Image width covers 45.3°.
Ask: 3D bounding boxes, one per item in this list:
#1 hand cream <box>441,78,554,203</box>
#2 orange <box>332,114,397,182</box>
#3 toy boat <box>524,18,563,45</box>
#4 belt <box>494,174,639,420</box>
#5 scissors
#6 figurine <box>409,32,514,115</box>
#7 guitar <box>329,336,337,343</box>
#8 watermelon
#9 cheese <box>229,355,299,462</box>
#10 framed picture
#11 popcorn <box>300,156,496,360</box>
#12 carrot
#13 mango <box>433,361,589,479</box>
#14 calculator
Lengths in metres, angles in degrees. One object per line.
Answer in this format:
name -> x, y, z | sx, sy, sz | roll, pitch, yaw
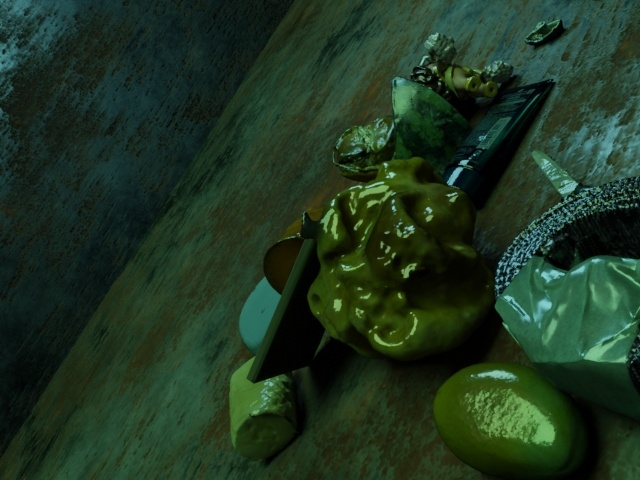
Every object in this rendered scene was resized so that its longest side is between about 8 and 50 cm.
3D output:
hand cream -> 0.285, -0.170, 1.284 | 0.270, 0.061, 0.120 | -55, 24, -20
orange -> 0.110, -0.175, 1.543 | 0.170, 0.112, 0.160 | 24, 64, 43
toy boat -> 0.403, -0.379, 1.383 | 0.083, 0.038, 0.038 | -19, 40, 54
belt -> 0.323, 0.045, 0.777 | 0.260, 0.122, 0.325 | -48, 27, -17
scissors -> 0.345, -0.070, 1.063 | 0.109, 0.022, 0.300 | -42, 24, 15
figurine -> 0.247, -0.292, 1.413 | 0.240, 0.175, 0.115 | 7, 78, 71
guitar -> 0.073, 0.079, 1.347 | 0.088, 0.025, 0.233 | -4, 52, 59
watermelon -> 0.167, -0.193, 1.416 | 0.136, 0.207, 0.202 | -32, -1, -19
cheese -> -0.099, 0.275, 1.297 | 0.123, 0.094, 0.167 | -47, 23, 17
framed picture -> -0.016, 0.100, 1.245 | 0.018, 0.192, 0.265 | 28, 101, 25
popcorn -> 0.101, 0.021, 1.098 | 0.316, 0.281, 0.297 | 165, 122, -73
carrot -> 0.000, 0.000, 1.460 | 0.159, 0.159, 0.225 | -36, 18, 34
mango -> 0.207, 0.199, 0.839 | 0.130, 0.092, 0.195 | -54, 28, -7
calculator -> -0.090, 0.142, 1.540 | 0.188, 0.042, 0.303 | -53, 20, -3
